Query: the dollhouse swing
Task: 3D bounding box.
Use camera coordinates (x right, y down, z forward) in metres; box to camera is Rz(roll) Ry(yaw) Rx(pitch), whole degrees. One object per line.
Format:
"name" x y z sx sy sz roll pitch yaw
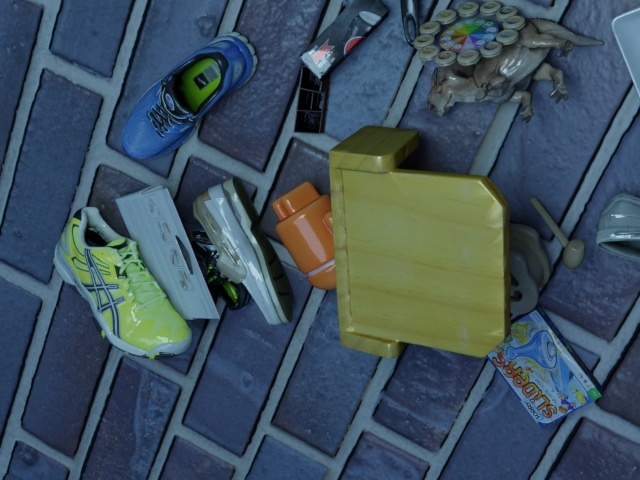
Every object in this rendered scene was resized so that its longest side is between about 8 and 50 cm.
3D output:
"dollhouse swing" 0.189 -0.001 1.686 0.304 0.315 0.347 2 108 19

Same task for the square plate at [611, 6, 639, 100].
"square plate" 0.683 -0.257 1.565 0.347 0.049 0.344 -19 101 25

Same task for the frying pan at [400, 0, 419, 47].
"frying pan" 0.162 -0.516 1.670 0.197 0.053 0.326 -26 99 26

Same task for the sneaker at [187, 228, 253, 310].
"sneaker" -0.203 0.058 1.981 0.067 0.078 0.188 -31 94 29

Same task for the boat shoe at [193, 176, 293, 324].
"boat shoe" -0.149 0.033 1.931 0.103 0.113 0.302 -24 87 12

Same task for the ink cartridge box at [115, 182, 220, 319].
"ink cartridge box" -0.283 0.022 1.948 0.238 0.060 0.275 -7 107 54

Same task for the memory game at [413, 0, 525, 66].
"memory game" 0.242 -0.343 1.632 0.186 0.186 0.012 -3 133 21

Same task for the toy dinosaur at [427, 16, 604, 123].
"toy dinosaur" 0.310 -0.306 1.658 0.295 0.200 0.127 -32 135 5

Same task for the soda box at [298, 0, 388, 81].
"soda box" 0.041 -0.358 1.736 0.169 0.053 0.060 -45 89 6

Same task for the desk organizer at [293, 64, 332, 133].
"desk organizer" -0.014 -0.259 1.821 0.047 0.050 0.130 14 112 16

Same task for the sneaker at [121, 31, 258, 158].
"sneaker" -0.271 -0.266 1.861 0.330 0.147 0.130 -39 91 27

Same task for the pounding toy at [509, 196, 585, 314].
"pounding toy" 0.340 0.021 1.775 0.269 0.155 0.154 17 141 24

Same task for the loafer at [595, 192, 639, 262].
"loafer" 0.611 0.027 1.639 0.319 0.111 0.112 20 150 17

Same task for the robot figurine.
"robot figurine" 0.000 0.000 1.863 0.158 0.128 0.219 -31 94 24

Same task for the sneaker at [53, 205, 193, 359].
"sneaker" -0.398 0.086 1.973 0.384 0.145 0.147 40 131 22

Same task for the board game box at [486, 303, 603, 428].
"board game box" 0.407 0.234 1.839 0.136 0.035 0.201 -37 92 26
